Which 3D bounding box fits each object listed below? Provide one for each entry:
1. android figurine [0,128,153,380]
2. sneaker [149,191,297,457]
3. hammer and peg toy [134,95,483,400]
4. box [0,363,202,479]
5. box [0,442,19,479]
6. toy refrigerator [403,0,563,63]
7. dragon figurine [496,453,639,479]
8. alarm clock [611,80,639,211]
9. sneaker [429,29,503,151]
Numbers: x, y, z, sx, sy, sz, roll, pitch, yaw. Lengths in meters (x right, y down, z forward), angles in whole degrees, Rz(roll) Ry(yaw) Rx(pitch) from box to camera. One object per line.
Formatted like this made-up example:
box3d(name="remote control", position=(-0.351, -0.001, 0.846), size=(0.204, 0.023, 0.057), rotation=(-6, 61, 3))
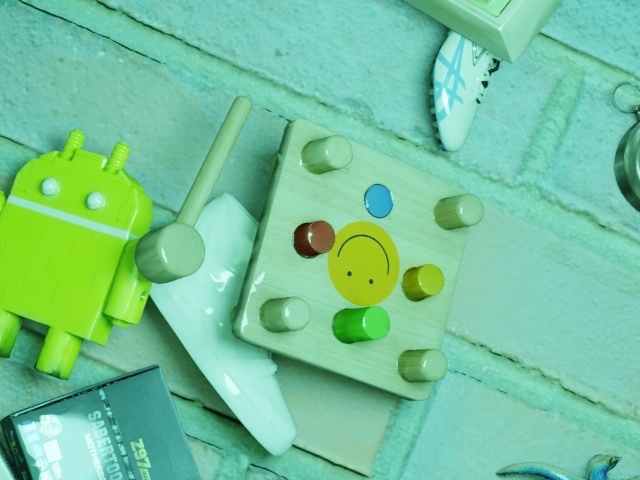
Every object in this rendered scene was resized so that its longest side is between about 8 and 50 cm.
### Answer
box3d(name="android figurine", position=(-0.289, 0.011, 1.788), size=(0.248, 0.056, 0.272), rotation=(19, 85, 24))
box3d(name="sneaker", position=(-0.073, 0.086, 1.805), size=(0.169, 0.108, 0.292), rotation=(-34, 86, -4))
box3d(name="hammer and peg toy", position=(0.000, 0.000, 1.735), size=(0.361, 0.127, 0.265), rotation=(23, 73, -27))
box3d(name="box", position=(-0.228, 0.274, 1.770), size=(0.183, 0.059, 0.232), rotation=(-17, 86, -28))
box3d(name="box", position=(-0.427, 0.178, 1.791), size=(0.067, 0.063, 0.324), rotation=(-31, 87, -6))
box3d(name="toy refrigerator", position=(0.134, -0.319, 1.814), size=(0.269, 0.094, 0.102), rotation=(35, 82, 26))
box3d(name="dragon figurine", position=(0.351, 0.317, 1.822), size=(0.289, 0.085, 0.144), rotation=(2, 84, -5))
box3d(name="alarm clock", position=(0.405, -0.106, 1.885), size=(0.129, 0.064, 0.192), rotation=(-34, 84, -7))
box3d(name="sneaker", position=(0.183, -0.216, 1.861), size=(0.086, 0.085, 0.237), rotation=(11, 81, 21))
